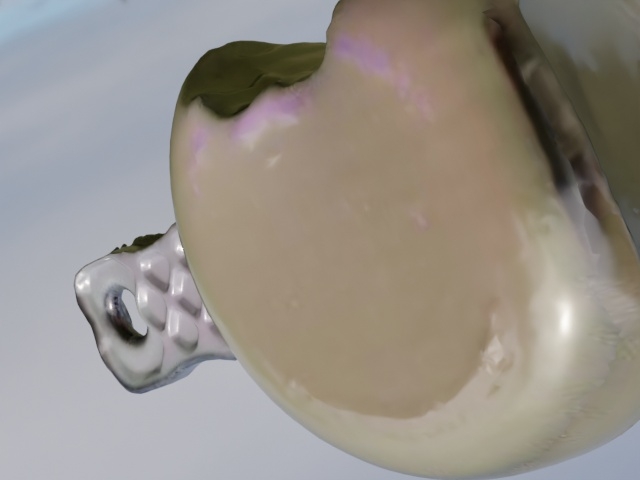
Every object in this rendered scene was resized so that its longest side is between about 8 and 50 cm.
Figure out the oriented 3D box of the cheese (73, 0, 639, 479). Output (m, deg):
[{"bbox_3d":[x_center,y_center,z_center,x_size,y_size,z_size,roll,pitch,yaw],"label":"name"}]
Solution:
[{"bbox_3d":[0.000,0.000,0.587,0.082,0.163,0.286,-23,-176,-39],"label":"cheese"}]
